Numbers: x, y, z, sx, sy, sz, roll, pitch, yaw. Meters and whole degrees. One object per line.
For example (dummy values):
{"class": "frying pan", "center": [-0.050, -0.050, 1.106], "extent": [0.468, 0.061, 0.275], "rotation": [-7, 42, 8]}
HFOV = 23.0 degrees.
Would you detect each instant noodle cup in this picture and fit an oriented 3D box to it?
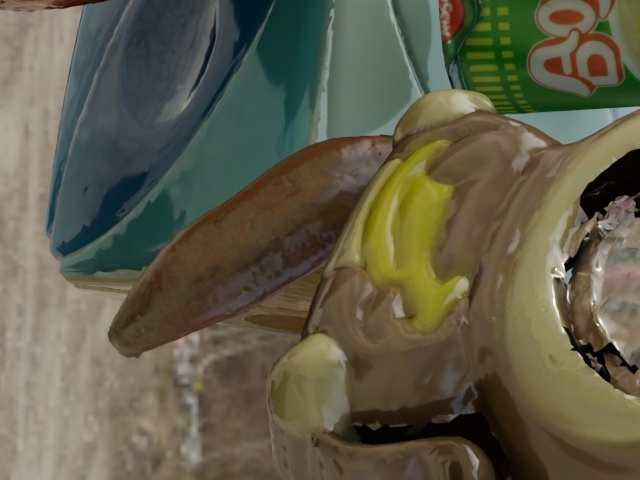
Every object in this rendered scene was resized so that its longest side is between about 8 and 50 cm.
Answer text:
{"class": "instant noodle cup", "center": [0.204, -0.155, 0.879], "extent": [0.207, 0.232, 0.207], "rotation": [6, 90, -68]}

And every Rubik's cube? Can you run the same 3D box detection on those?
{"class": "Rubik's cube", "center": [0.027, -0.102, 1.213], "extent": [0.352, 0.347, 0.351], "rotation": [-8, -108, 51]}

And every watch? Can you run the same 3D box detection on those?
{"class": "watch", "center": [0.187, 0.110, 0.699], "extent": [0.314, 0.335, 0.327], "rotation": [-64, 147, -37]}

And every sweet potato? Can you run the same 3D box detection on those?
{"class": "sweet potato", "center": [-0.001, -0.010, 0.837], "extent": [0.058, 0.255, 0.078], "rotation": [-125, -167, -69]}

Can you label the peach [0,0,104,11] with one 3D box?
{"class": "peach", "center": [-0.160, -0.298, 0.936], "extent": [0.353, 0.416, 0.339], "rotation": [54, 35, -43]}
